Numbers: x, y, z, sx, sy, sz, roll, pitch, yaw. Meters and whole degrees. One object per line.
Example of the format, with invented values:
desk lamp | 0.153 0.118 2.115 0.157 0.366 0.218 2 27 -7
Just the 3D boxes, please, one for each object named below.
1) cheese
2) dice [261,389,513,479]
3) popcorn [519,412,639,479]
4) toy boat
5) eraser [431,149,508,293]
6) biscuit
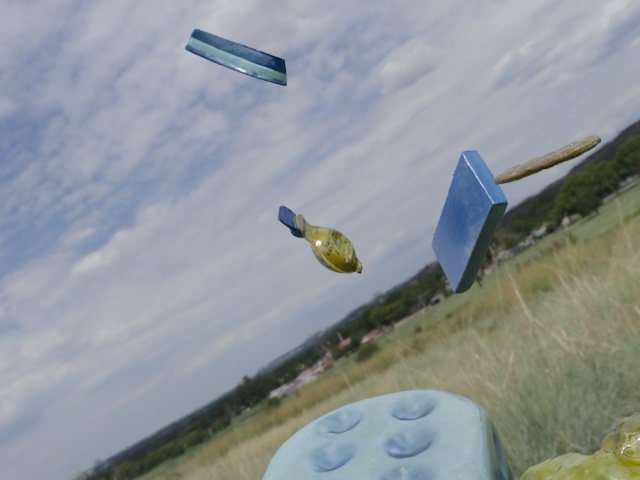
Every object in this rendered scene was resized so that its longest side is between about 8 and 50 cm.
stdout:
cheese | 0.000 0.000 1.703 0.064 0.250 0.157 -46 18 25
dice | 0.092 0.346 0.816 0.264 0.263 0.268 -15 12 16
popcorn | 0.403 0.429 1.032 0.334 0.293 0.293 -30 -32 23
toy boat | -0.184 -0.419 1.637 0.096 0.299 0.062 -1 -66 -57
eraser | 0.300 -0.031 1.475 0.042 0.144 0.312 -13 -35 -14
biscuit | 0.286 -0.101 0.907 0.147 0.018 0.071 -21 5 42
